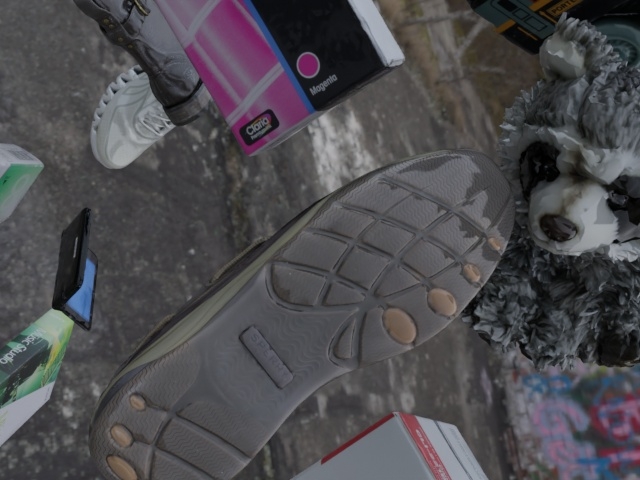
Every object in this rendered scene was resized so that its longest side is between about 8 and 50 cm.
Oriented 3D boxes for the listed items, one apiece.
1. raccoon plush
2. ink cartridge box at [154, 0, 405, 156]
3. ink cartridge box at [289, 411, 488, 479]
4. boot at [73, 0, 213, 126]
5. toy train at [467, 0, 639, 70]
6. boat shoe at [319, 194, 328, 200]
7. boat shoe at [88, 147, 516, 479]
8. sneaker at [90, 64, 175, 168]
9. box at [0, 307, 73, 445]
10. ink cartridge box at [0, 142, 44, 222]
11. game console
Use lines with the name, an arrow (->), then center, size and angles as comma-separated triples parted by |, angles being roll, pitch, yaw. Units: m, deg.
raccoon plush -> 0.248, -0.095, 0.755 | 0.446, 0.216, 0.299 | -70, 174, -53
ink cartridge box -> -0.087, -0.282, 0.758 | 0.371, 0.176, 0.069 | 60, 30, -1
ink cartridge box -> 0.082, 0.314, 0.972 | 0.114, 0.197, 0.273 | 59, 12, 25
boot -> -0.216, -0.292, 1.008 | 0.229, 0.091, 0.263 | 53, 19, -37
toy train -> 0.274, -0.256, 0.655 | 0.190, 0.334, 0.142 | 23, 67, -24
boat shoe -> 0.000, 0.000, 1.020 | 0.076, 0.083, 0.226 | 50, 25, -4
boat shoe -> -0.020, 0.040, 0.592 | 0.132, 0.355, 0.130 | 60, -10, -21
sneaker -> -0.233, -0.220, 1.203 | 0.118, 0.292, 0.110 | 41, 3, 33
box -> -0.576, 0.289, 1.419 | 0.232, 0.058, 0.322 | -63, 176, 32
ink cartridge box -> -0.425, -0.010, 0.901 | 0.056, 0.224, 0.181 | 34, 5, -2
game console -> -0.303, 0.038, 1.033 | 0.071, 0.107, 0.122 | 22, 47, -34
